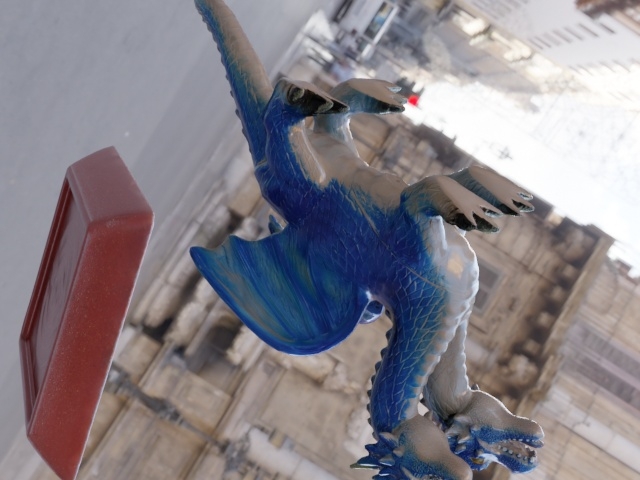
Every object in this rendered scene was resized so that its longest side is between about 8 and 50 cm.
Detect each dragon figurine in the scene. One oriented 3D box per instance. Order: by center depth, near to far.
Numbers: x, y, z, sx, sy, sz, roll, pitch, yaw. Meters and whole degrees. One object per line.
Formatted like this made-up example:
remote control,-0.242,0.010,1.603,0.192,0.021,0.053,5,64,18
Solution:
dragon figurine,0.000,0.000,0.413,0.085,0.289,0.144,-24,150,-59

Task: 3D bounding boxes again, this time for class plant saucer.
plant saucer,-0.236,0.053,0.816,0.258,0.048,0.259,43,-63,62
